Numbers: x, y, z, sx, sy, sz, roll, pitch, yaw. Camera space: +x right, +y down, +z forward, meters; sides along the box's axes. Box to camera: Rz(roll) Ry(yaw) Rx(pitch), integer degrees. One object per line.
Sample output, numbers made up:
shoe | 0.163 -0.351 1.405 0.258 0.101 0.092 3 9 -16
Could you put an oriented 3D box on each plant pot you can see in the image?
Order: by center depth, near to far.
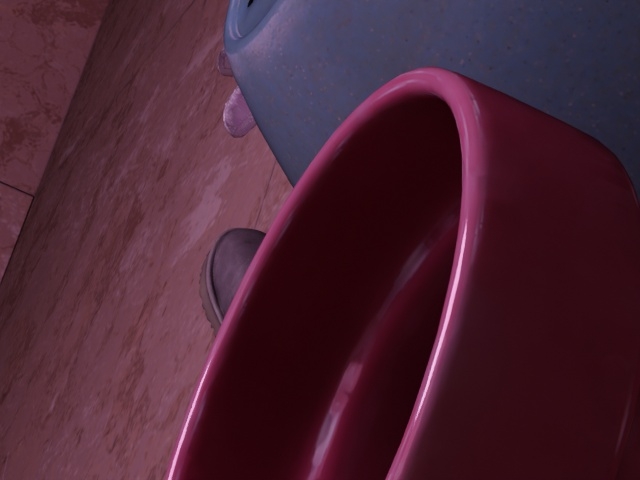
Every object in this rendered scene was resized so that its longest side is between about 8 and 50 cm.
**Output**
plant pot | 0.068 0.075 0.473 0.201 0.180 0.201 -55 20 32
plant pot | 0.077 -0.095 0.658 0.290 0.195 0.290 -55 20 31

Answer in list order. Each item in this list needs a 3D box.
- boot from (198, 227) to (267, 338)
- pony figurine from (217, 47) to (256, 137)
boot | 0.002 0.000 0.968 0.189 0.076 0.208 -106 34 -44
pony figurine | -0.003 -0.258 0.984 0.351 0.303 0.363 -29 60 29
